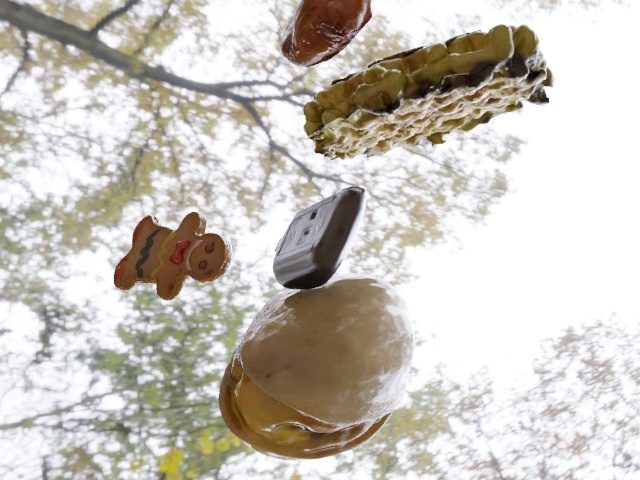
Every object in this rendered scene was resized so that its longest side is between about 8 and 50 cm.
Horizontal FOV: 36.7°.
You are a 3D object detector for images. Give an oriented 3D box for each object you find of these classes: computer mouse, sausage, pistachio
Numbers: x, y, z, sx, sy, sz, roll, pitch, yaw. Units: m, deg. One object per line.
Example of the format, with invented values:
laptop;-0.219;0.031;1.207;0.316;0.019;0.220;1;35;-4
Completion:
computer mouse;0.001;0.001;1.200;0.057;0.232;0.120;28;-108;-14
sausage;0.005;-0.275;1.224;0.179;0.089;0.089;-29;-109;60
pistachio;0.005;0.155;1.260;0.229;0.308;0.230;19;-58;34

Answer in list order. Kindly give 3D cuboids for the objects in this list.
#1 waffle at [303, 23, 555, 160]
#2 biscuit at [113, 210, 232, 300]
waffle;0.158;-0.206;1.433;0.379;0.382;0.095;-18;-99;10
biscuit;-0.251;0.022;1.646;0.250;0.036;0.166;6;-112;39
